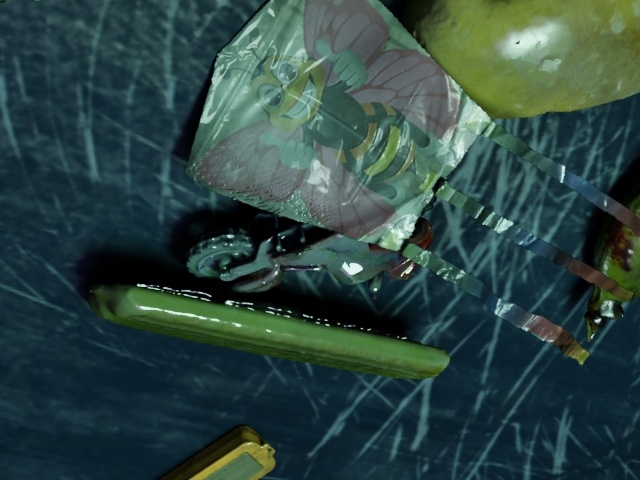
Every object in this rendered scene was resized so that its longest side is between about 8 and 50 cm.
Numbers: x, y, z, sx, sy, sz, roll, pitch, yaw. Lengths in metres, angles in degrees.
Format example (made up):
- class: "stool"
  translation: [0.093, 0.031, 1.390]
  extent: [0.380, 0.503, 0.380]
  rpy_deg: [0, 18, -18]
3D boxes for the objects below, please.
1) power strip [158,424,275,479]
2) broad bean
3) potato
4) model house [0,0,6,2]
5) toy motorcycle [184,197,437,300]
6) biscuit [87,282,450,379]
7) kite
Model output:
- class: "power strip"
  translation: [-0.120, 0.231, 1.449]
  extent: [0.178, 0.028, 0.049]
  rpy_deg: [-35, 131, 9]
- class: "broad bean"
  translation: [0.311, -0.048, 1.359]
  extent: [0.077, 0.061, 0.339]
  rpy_deg: [12, 123, -36]
- class: "potato"
  translation: [0.180, -0.173, 1.191]
  extent: [0.243, 0.098, 0.138]
  rpy_deg: [-16, 129, -8]
- class: "model house"
  translation: [-0.055, -0.352, 0.951]
  extent: [0.300, 0.340, 0.323]
  rpy_deg: [-4, 112, 35]
- class: "toy motorcycle"
  translation: [0.000, -0.001, 1.275]
  extent: [0.213, 0.082, 0.122]
  rpy_deg: [-18, 142, 13]
- class: "biscuit"
  translation: [-0.040, 0.078, 1.318]
  extent: [0.322, 0.099, 0.038]
  rpy_deg: [13, 78, -29]
- class: "kite"
  translation: [0.076, -0.046, 1.179]
  extent: [0.360, 0.022, 0.204]
  rpy_deg: [35, 109, 2]
